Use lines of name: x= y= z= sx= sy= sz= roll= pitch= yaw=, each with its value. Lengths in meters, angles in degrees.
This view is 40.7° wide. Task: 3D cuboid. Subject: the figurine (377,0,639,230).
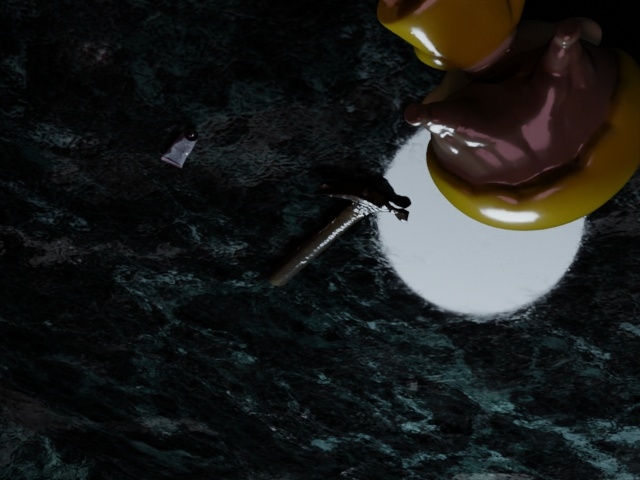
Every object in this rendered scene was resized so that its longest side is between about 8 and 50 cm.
figurine: x=0.153 y=-0.155 z=0.786 sx=0.215 sy=0.187 sz=0.343 roll=-28 pitch=122 yaw=32

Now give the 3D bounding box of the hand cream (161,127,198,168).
hand cream: x=-0.178 y=-0.121 z=1.116 sx=0.030 sy=0.019 sz=0.093 roll=25 pitch=153 yaw=-17

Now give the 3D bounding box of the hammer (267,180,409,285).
hammer: x=0.000 y=0.001 z=1.207 sx=0.125 sy=0.027 sz=0.297 roll=26 pitch=146 yaw=-16
